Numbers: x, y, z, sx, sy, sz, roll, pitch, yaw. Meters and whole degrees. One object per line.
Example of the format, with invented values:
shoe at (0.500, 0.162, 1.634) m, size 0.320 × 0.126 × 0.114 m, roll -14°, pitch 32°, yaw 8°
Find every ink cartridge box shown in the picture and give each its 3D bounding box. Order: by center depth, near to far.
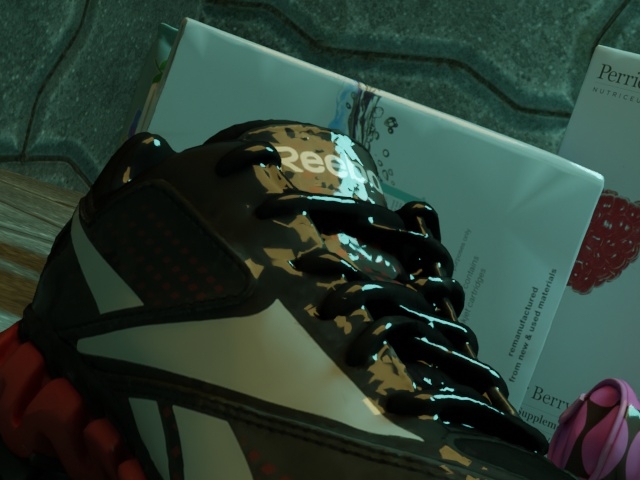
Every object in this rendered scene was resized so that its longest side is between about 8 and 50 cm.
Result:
ink cartridge box at (0.000, 0.000, 0.922) m, size 0.270 × 0.197 × 0.198 m, roll 20°, pitch 1°, yaw -8°

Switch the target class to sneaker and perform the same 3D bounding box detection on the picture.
sneaker at (-0.001, 0.038, 0.382) m, size 0.098 × 0.135 × 0.276 m, roll 22°, pitch 0°, yaw -39°

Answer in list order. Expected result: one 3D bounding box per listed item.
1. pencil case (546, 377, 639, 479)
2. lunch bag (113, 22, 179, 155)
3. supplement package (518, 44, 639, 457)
pencil case at (0.232, 0.144, 0.817) m, size 0.209 × 0.095 × 0.098 m, roll 22°, pitch 35°, yaw -14°
lunch bag at (-0.028, -0.024, 1.112) m, size 0.262 × 0.223 × 0.160 m, roll 22°, pitch 6°, yaw 12°
supplement package at (0.247, 0.040, 0.997) m, size 0.178 × 0.292 × 0.175 m, roll 20°, pitch 0°, yaw 33°
